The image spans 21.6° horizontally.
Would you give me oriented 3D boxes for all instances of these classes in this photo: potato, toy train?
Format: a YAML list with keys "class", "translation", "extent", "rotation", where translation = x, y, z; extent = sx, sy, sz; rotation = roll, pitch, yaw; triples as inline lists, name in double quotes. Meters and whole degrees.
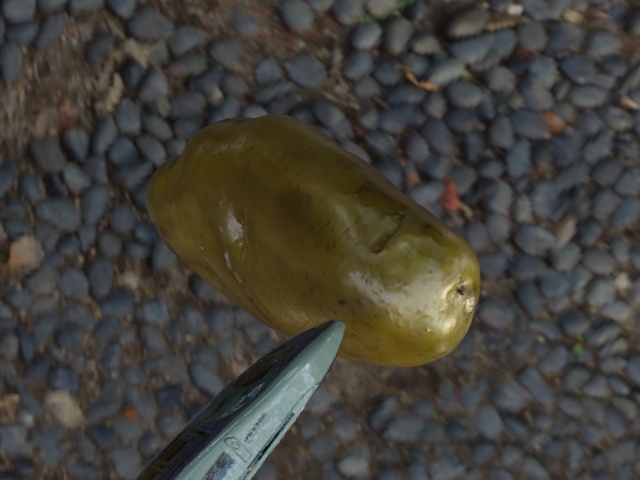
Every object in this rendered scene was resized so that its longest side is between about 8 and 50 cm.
- class: "potato"
  translation: [0.000, 0.000, 1.394]
  extent: [0.176, 0.369, 0.195]
  rotation: [-3, 107, -37]
- class: "toy train"
  translation: [-0.071, 0.133, 1.016]
  extent: [0.048, 0.055, 0.252]
  rotation: [47, 68, -22]
